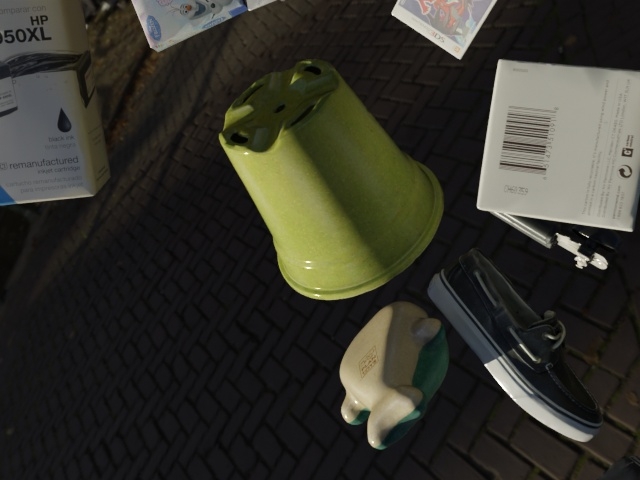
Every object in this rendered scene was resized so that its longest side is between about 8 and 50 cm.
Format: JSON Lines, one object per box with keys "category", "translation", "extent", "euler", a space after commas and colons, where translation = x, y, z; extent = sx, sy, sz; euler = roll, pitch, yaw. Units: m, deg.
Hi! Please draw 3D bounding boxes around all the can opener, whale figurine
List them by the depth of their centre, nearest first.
{"category": "whale figurine", "translation": [0.124, 0.210, 1.091], "extent": [0.216, 0.141, 0.272], "euler": [-50, 14, 16]}
{"category": "can opener", "translation": [0.478, -0.028, 1.515], "extent": [0.280, 0.074, 0.093], "euler": [30, 82, 25]}

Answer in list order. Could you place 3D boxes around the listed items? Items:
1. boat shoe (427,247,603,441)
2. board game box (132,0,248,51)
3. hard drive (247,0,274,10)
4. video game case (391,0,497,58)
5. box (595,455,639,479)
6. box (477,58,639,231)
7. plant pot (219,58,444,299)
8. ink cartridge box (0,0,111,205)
{"category": "boat shoe", "translation": [0.310, 0.152, 1.104], "extent": [0.335, 0.121, 0.119], "euler": [45, 116, 10]}
{"category": "board game box", "translation": [-0.121, -0.223, 0.633], "extent": [0.090, 0.090, 0.020], "euler": [-22, -2, 7]}
{"category": "hard drive", "translation": [0.045, -0.336, 0.824], "extent": [0.255, 0.054, 0.172], "euler": [-14, 22, 24]}
{"category": "video game case", "translation": [0.267, -0.507, 1.515], "extent": [0.023, 0.183, 0.201], "euler": [-46, -11, -50]}
{"category": "box", "translation": [0.525, 0.585, 0.933], "extent": [0.297, 0.472, 0.480], "euler": [-44, 80, 5]}
{"category": "box", "translation": [0.293, -0.116, 0.882], "extent": [0.182, 0.119, 0.180], "euler": [9, 101, 14]}
{"category": "plant pot", "translation": [-0.002, -0.100, 1.030], "extent": [0.276, 0.254, 0.276], "euler": [-21, 41, 19]}
{"category": "ink cartridge box", "translation": [-0.548, -0.269, 1.265], "extent": [0.166, 0.286, 0.394], "euler": [-111, 15, -72]}
